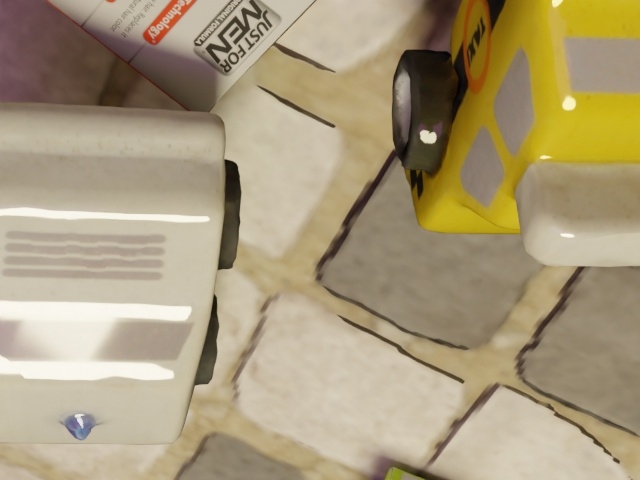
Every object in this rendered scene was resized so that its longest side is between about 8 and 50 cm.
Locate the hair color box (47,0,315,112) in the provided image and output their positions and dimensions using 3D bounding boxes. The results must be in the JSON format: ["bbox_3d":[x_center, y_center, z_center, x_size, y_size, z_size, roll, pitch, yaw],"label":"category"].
[{"bbox_3d":[-0.066,-0.108,0.458,0.141,0.043,0.072,39,129,-14],"label":"hair color box"}]

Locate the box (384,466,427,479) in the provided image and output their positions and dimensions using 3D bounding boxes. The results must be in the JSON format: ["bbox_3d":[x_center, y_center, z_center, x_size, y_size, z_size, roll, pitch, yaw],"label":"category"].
[{"bbox_3d":[0.051,0.181,0.660,0.109,0.042,0.178,21,132,1],"label":"box"}]

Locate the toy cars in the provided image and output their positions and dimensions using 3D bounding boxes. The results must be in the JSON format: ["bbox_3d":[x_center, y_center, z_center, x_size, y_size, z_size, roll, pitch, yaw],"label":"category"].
[{"bbox_3d":[0.000,0.000,0.453,0.394,0.087,0.176,-24,146,34],"label":"toy cars"}]
